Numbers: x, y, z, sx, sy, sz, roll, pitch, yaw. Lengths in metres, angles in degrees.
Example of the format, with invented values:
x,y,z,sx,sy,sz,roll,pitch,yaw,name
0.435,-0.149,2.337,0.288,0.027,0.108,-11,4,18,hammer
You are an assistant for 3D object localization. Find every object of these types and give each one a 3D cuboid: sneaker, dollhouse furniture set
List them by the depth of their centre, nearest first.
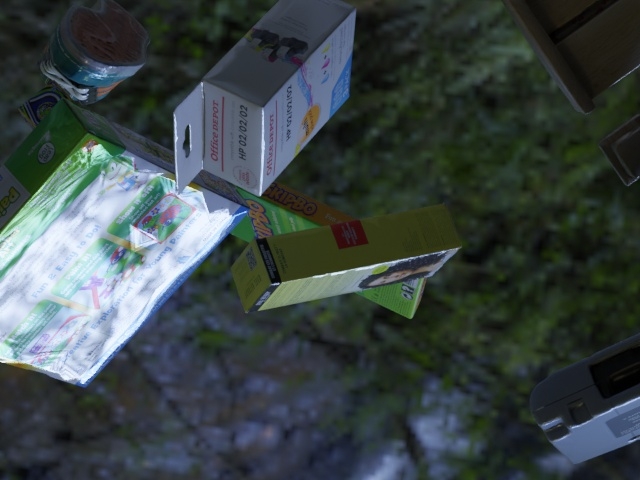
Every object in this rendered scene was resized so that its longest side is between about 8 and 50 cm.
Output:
x,y,z,sx,sy,sz,roll,pitch,yaw,name
0.286,-0.284,1.654,0.355,0.303,0.174,56,1,-9,dollhouse furniture set
-0.280,-0.209,2.223,0.121,0.108,0.302,-47,-175,11,sneaker

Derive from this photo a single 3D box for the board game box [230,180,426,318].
x,y,z,sx,sy,sz,roll,pitch,yaw,name
0.000,0.000,2.140,0.124,0.259,0.039,100,15,-63,board game box

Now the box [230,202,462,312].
x,y,z,sx,sy,sz,roll,pitch,yaw,name
0.028,0.018,1.979,0.087,0.232,0.058,-51,-126,59,box

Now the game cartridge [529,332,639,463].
x,y,z,sx,sy,sz,roll,pitch,yaw,name
0.327,0.100,1.569,0.062,0.297,0.198,67,8,15,game cartridge

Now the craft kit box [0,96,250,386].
x,y,z,sx,sy,sz,roll,pitch,yaw,name
-0.224,0.011,1.696,0.250,0.061,0.246,-46,148,12,craft kit box

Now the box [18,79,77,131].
x,y,z,sx,sy,sz,roll,pitch,yaw,name
-0.258,-0.097,2.063,0.054,0.169,0.059,-42,160,-10,box

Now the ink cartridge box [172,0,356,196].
x,y,z,sx,sy,sz,roll,pitch,yaw,name
-0.044,-0.112,1.512,0.181,0.061,0.104,-50,156,-35,ink cartridge box
